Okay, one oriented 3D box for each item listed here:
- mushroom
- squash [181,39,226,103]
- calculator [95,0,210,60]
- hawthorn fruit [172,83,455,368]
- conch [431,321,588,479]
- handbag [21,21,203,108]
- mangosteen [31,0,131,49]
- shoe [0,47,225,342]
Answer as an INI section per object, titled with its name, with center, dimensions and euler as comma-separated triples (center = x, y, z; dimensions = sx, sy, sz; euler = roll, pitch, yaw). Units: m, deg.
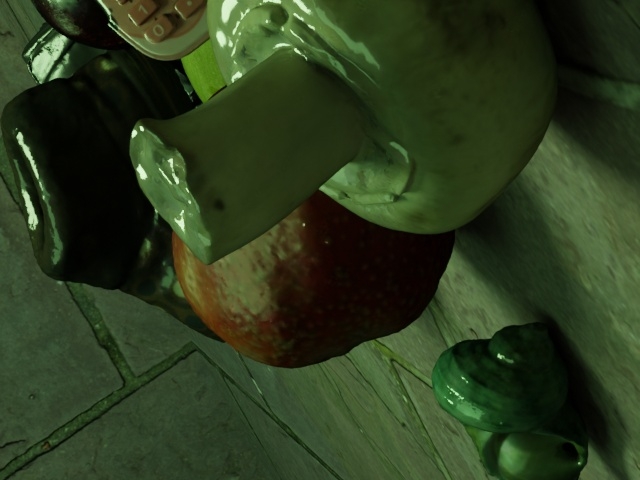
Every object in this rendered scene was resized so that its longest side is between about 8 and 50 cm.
[mushroom]
center = 0.001, -0.116, 1.337
dimensions = 0.314, 0.336, 0.314
euler = 38, 149, 28
[squash]
center = -0.083, -0.205, 1.910
dimensions = 0.132, 0.132, 0.247
euler = 49, 167, 29
[calculator]
center = -0.178, -0.335, 1.777
dimensions = 0.329, 0.220, 0.048
euler = 53, -167, 9
[hawthorn fruit]
center = -0.023, -0.052, 1.720
dimensions = 0.285, 0.285, 0.369
euler = 43, 160, 45
[conch]
center = 0.198, 0.162, 1.806
dimensions = 0.176, 0.122, 0.188
euler = 28, 160, 20
[handbag]
center = -0.211, -0.207, 2.131
dimensions = 0.244, 0.275, 0.088
euler = 54, -153, -4
[mangosteen]
center = -0.206, -0.323, 1.930
dimensions = 0.211, 0.250, 0.211
euler = 43, -142, -46
[shoe]
center = -0.214, -0.021, 2.034
dimensions = 0.384, 0.237, 0.171
euler = 64, 171, -16
